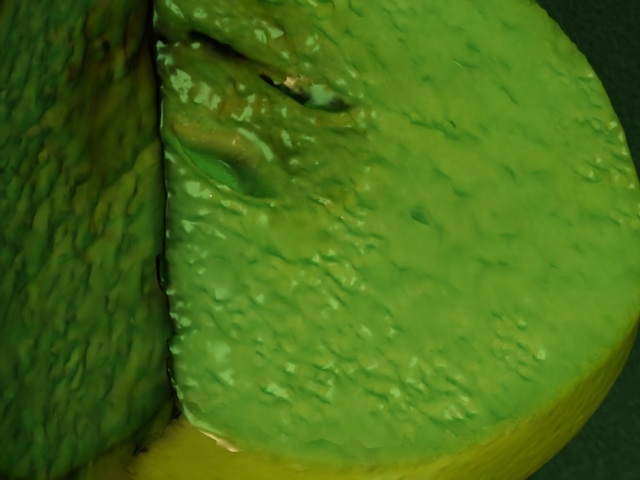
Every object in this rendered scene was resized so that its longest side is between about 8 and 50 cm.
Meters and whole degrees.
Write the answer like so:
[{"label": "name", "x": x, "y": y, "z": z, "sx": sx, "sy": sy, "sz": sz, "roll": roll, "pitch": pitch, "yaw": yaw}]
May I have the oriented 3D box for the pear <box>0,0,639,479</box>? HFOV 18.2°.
[{"label": "pear", "x": 0.000, "y": 0.000, "z": 0.769, "sx": 0.292, "sy": 0.159, "sz": 0.292, "roll": 16, "pitch": 54, "yaw": -23}]
